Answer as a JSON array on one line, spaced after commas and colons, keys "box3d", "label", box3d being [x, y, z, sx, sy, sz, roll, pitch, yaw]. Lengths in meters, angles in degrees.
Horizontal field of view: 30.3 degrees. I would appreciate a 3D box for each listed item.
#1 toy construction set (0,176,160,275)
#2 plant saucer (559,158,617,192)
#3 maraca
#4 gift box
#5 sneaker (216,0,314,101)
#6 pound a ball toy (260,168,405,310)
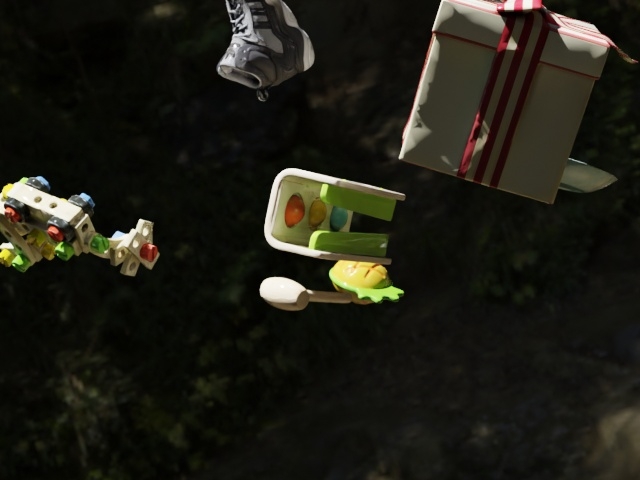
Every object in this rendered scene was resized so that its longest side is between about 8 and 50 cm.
[{"box3d": [-0.454, -0.011, 2.086, 0.328, 0.215, 0.151, 9, 52, 17], "label": "toy construction set"}, {"box3d": [0.384, -0.110, 1.926, 0.195, 0.037, 0.195, 17, 1, 0], "label": "plant saucer"}, {"box3d": [0.094, 0.089, 2.455, 0.127, 0.099, 0.186, -7, 25, -28], "label": "maraca"}, {"box3d": [0.271, -0.220, 1.630, 0.276, 0.258, 0.255, 14, 18, -1], "label": "gift box"}, {"box3d": [-0.135, -0.373, 2.057, 0.153, 0.268, 0.101, -46, 21, -22], "label": "sneaker"}, {"box3d": [0.000, 0.000, 1.880, 0.136, 0.208, 0.319, 14, 4, 27], "label": "pound a ball toy"}]
